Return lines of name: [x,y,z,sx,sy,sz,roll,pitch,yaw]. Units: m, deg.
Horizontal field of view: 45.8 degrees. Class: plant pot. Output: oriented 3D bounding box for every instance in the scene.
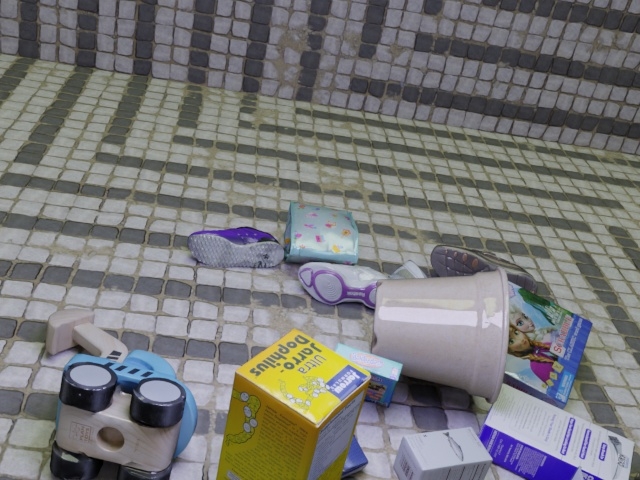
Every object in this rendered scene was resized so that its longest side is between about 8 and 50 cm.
plant pot: [0.280,0.217,1.862,0.305,0.334,0.334,5,30,5]

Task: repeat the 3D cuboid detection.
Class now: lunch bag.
lunch bag: [0.000,0.000,2.377,0.223,0.160,0.262,8,25,-9]

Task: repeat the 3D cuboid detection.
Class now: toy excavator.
toy excavator: [-0.462,0.315,1.677,0.433,0.222,0.445,13,17,2]

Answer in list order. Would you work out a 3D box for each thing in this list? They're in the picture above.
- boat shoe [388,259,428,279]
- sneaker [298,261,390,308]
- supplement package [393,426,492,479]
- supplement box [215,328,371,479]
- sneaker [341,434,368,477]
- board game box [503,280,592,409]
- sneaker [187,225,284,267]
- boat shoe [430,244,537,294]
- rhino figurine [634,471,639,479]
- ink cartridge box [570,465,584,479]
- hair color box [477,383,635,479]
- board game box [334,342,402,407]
boat shoe: [0.309,0.182,2.249,0.103,0.118,0.320,-33,45,-2]
sneaker: [0.080,0.129,2.267,0.305,0.114,0.152,14,16,-5]
supplement package: [0.272,0.498,1.696,0.179,0.105,0.105,-1,32,-23]
supplement box: [-0.063,0.393,1.499,0.195,0.356,0.194,28,33,23]
sneaker: [-0.007,0.369,1.699,0.127,0.182,0.315,-12,50,-41]
board game box: [0.560,0.278,2.100,0.318,0.066,0.318,26,48,11]
sneaker: [-0.266,0.009,2.331,0.293,0.102,0.146,8,26,-18]
boat shoe: [0.522,0.101,2.455,0.355,0.132,0.130,23,21,0]
rhino figurine: [0.774,0.593,1.758,0.106,0.073,0.243,26,31,29]
ink cartridge box: [0.453,0.630,1.327,0.071,0.324,0.330,14,31,0]
hair color box: [0.557,0.494,1.809,0.339,0.110,0.185,22,30,18]
board game box: [0.106,0.327,1.825,0.160,0.210,0.047,18,63,8]
